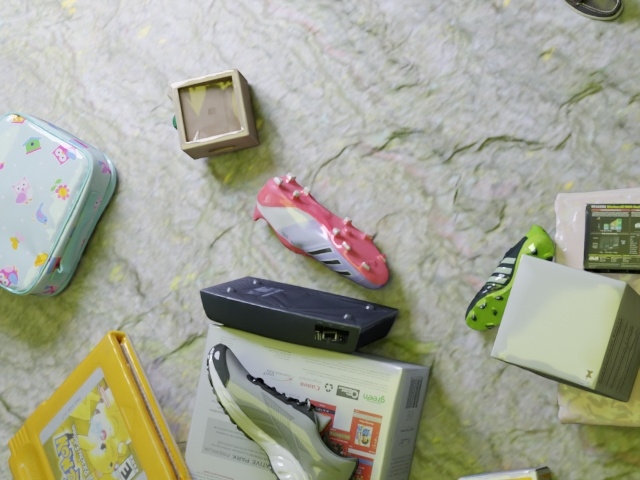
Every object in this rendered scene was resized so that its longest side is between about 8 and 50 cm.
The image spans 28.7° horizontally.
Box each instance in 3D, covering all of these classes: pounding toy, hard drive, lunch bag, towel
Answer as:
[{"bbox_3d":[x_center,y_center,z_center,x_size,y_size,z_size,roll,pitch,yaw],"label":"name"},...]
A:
[{"bbox_3d":[-0.178,-0.200,1.970,0.141,0.100,0.130,-12,79,9],"label":"pounding toy"},{"bbox_3d":[-0.032,0.106,1.825,0.255,0.172,0.054,11,101,22],"label":"hard drive"},{"bbox_3d":[-0.471,-0.050,2.046,0.224,0.108,0.279,28,95,17],"label":"lunch bag"},{"bbox_3d":[0.475,0.090,1.684,0.317,0.053,0.332,-2,79,22],"label":"towel"}]

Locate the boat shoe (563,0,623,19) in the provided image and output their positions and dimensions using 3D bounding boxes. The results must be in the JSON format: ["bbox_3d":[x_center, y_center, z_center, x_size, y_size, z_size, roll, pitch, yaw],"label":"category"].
[{"bbox_3d":[0.362,-0.365,1.794,0.152,0.049,0.056,32,95,22],"label":"boat shoe"}]

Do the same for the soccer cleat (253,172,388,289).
[{"bbox_3d":[0.000,0.000,1.881,0.248,0.083,0.095,42,123,18],"label":"soccer cleat"}]

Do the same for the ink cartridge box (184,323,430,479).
[{"bbox_3d":[-0.027,0.283,1.817,0.309,0.130,0.272,12,89,22],"label":"ink cartridge box"}]

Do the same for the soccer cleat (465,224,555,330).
[{"bbox_3d":[0.269,0.055,1.775,0.060,0.072,0.179,30,116,-17],"label":"soccer cleat"}]

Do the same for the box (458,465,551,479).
[{"bbox_3d":[0.263,0.415,1.700,0.114,0.103,0.203,-9,80,20],"label":"box"}]

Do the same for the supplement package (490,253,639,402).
[{"bbox_3d":[0.324,0.115,1.578,0.139,0.244,0.134,16,86,24],"label":"supplement package"}]

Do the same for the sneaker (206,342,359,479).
[{"bbox_3d":[-0.054,0.243,1.718,0.108,0.100,0.271,-43,78,4],"label":"sneaker"}]

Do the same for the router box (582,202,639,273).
[{"bbox_3d":[0.416,-0.002,1.677,0.122,0.038,0.092,1,80,22],"label":"router box"}]

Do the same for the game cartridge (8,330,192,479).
[{"bbox_3d":[-0.350,0.345,1.912,0.324,0.053,0.285,-45,57,25],"label":"game cartridge"}]
